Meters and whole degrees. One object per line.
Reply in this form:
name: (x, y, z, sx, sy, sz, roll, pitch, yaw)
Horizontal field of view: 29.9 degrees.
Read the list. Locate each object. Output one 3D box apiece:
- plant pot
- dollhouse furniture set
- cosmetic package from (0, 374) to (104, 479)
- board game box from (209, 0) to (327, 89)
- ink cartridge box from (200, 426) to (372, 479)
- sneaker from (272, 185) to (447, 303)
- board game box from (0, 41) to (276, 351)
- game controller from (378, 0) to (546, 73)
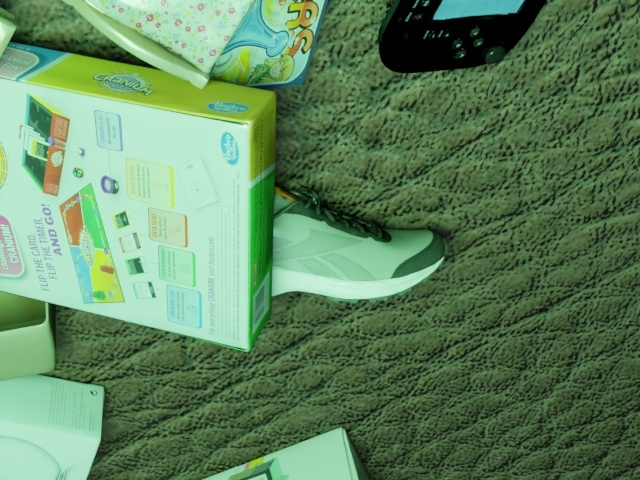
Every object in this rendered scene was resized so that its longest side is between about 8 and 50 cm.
plant pot: (-0.316, 0.082, 1.209, 0.109, 0.109, 0.096, -11, 138, -2)
dollhouse furniture set: (-0.160, -0.181, 0.908, 0.355, 0.174, 0.303, 31, 119, -12)
cosmetic package: (-0.429, 0.301, 1.343, 0.284, 0.097, 0.377, 14, 121, -15)
board game box: (-0.050, -0.225, 1.040, 0.136, 0.035, 0.201, -12, 132, -38)
ink cartridge box: (-0.055, 0.369, 1.432, 0.278, 0.117, 0.201, -22, 125, 7)
sneaker: (0.000, 0.000, 1.203, 0.271, 0.100, 0.108, 0, 107, -14)
board game box: (-0.199, -0.044, 1.082, 0.316, 0.064, 0.242, 13, 125, 13)
game controller: (0.162, -0.262, 1.002, 0.166, 0.067, 0.319, -20, 152, -37)
